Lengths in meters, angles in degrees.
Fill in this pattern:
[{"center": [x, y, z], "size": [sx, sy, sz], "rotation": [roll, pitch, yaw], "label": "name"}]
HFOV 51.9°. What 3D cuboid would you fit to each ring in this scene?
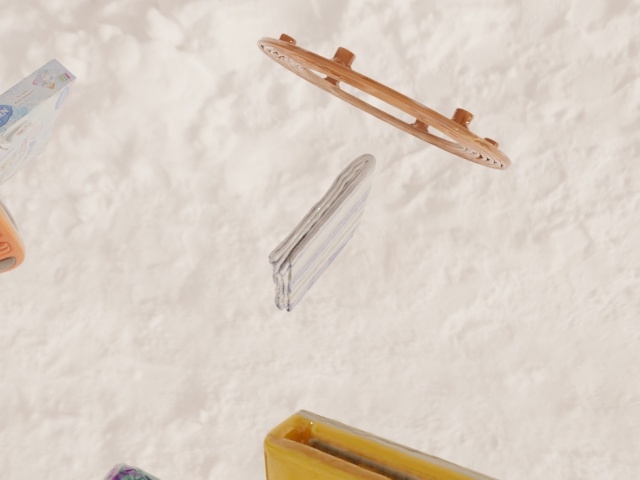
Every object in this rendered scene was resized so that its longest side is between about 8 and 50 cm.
[{"center": [0.080, -0.171, 0.797], "size": [0.336, 0.336, 0.032], "rotation": [29, 97, 19], "label": "ring"}]

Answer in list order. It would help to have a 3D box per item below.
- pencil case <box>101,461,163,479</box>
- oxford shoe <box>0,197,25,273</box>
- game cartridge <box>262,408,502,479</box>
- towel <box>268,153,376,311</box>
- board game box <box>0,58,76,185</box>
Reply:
[{"center": [-0.111, 0.232, 0.510], "size": [0.152, 0.064, 0.070], "rotation": [33, 109, -10], "label": "pencil case"}, {"center": [-0.379, -0.109, 0.580], "size": [0.130, 0.363, 0.133], "rotation": [-14, 46, 8], "label": "oxford shoe"}, {"center": [0.094, 0.281, 0.365], "size": [0.285, 0.053, 0.323], "rotation": [10, 111, 33], "label": "game cartridge"}, {"center": [0.000, 0.000, 0.970], "size": [0.034, 0.285, 0.209], "rotation": [38, 75, 10], "label": "towel"}, {"center": [-0.195, -0.058, 0.401], "size": [0.020, 0.090, 0.090], "rotation": [42, 49, -10], "label": "board game box"}]
